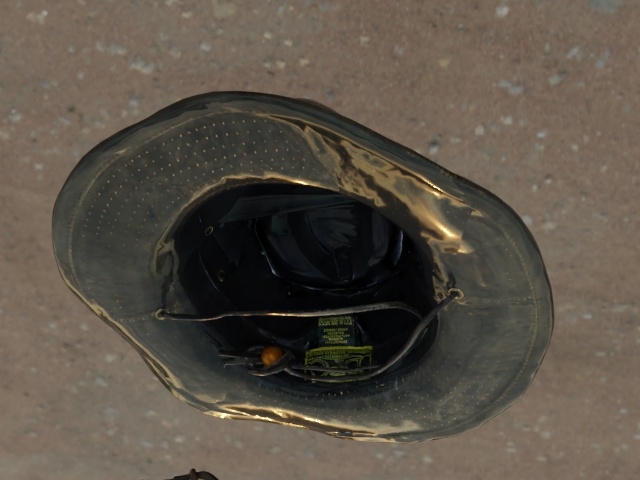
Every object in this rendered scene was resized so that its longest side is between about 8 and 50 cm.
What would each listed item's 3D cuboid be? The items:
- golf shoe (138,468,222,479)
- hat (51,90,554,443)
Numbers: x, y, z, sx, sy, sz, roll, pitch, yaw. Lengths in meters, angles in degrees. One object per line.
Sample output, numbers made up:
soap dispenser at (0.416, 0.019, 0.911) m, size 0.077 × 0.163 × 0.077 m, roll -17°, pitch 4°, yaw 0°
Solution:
golf shoe at (-0.087, 0.142, 0.437) m, size 0.198 × 0.094 × 0.077 m, roll 24°, pitch 126°, yaw 1°
hat at (0.000, 0.000, 0.638) m, size 0.332 × 0.134 × 0.331 m, roll 7°, pitch 140°, yaw 6°
